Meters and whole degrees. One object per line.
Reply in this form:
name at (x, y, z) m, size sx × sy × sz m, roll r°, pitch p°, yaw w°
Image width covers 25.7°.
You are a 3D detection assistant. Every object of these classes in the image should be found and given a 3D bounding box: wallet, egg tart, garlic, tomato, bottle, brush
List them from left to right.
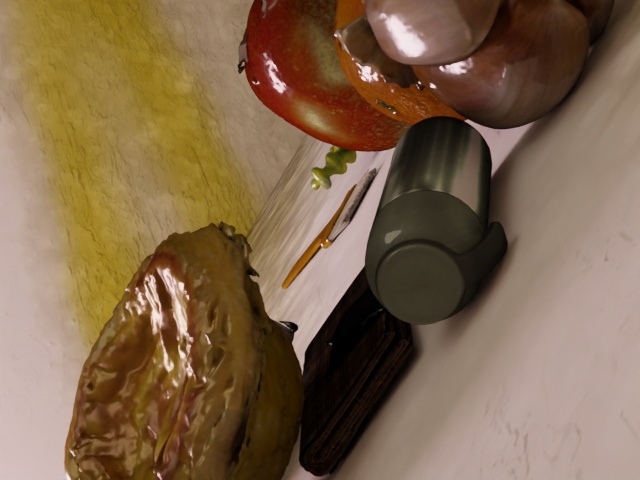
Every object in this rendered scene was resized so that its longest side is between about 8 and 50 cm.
egg tart at (-0.094, 0.132, 1.030) m, size 0.295 × 0.116 × 0.295 m, roll -46°, pitch 36°, yaw 47°
brush at (0.000, 0.000, 1.881) m, size 0.103 × 0.013 × 0.272 m, roll -61°, pitch 6°, yaw -34°
wallet at (0.025, 0.086, 1.070) m, size 0.124 × 0.042 × 0.230 m, roll -58°, pitch 5°, yaw 12°
tomato at (0.059, -0.241, 1.585) m, size 0.303 × 0.239 × 0.303 m, roll -57°, pitch -7°, yaw -10°
bottle at (0.086, -0.020, 0.985) m, size 0.096 × 0.080 × 0.254 m, roll -15°, pitch 18°, yaw 15°
garlic at (0.139, -0.193, 1.036) m, size 0.191 × 0.160 × 0.214 m, roll -6°, pitch 44°, yaw 50°

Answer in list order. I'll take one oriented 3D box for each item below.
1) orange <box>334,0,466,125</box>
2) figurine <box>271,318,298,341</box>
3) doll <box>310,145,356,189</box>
orange at (0.105, -0.198, 1.208) m, size 0.206 × 0.206 × 0.206 m, roll -56°, pitch 6°, yaw 9°
figurine at (-0.100, 0.170, 1.226) m, size 0.265 × 0.140 × 0.193 m, roll -46°, pitch 20°, yaw 8°
doll at (0.098, -0.250, 1.973) m, size 0.346 × 0.098 × 0.341 m, roll -50°, pitch 11°, yaw 35°
